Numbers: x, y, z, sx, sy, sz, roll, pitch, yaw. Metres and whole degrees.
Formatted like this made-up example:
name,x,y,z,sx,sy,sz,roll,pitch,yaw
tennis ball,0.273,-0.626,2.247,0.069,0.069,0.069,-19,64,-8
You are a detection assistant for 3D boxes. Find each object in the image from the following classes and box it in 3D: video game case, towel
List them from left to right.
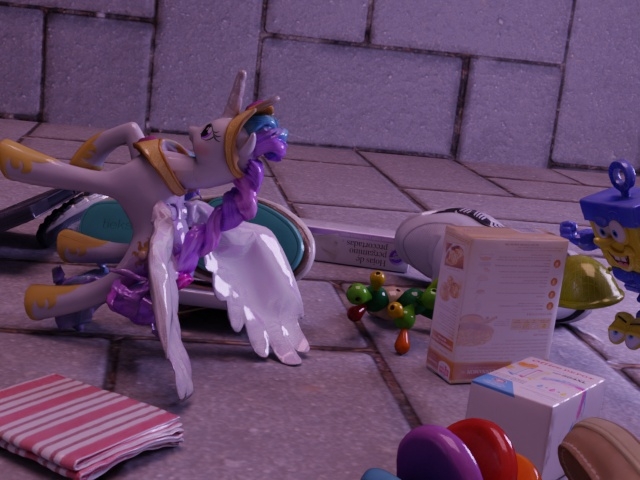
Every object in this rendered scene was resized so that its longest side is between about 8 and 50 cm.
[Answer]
name,x,y,z,sx,sy,sz,roll,pitch,yaw
video game case,-0.493,-0.035,1.603,0.196,0.026,0.274,-21,11,8
towel,-0.247,0.177,0.976,0.197,0.029,0.144,12,13,32
video game case,-0.143,0.075,1.412,0.201,0.023,0.183,8,2,4

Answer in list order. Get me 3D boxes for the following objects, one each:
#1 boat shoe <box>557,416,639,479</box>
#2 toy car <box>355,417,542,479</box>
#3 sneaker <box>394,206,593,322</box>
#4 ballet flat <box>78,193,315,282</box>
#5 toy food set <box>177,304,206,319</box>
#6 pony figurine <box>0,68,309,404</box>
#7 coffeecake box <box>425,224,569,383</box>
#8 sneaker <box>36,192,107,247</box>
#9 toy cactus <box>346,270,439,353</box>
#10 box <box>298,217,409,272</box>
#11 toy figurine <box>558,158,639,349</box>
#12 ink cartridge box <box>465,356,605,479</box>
name,x,y,z,sx,sy,sz,roll,pitch,yaw
boat shoe,0.228,0.235,0.731,0.098,0.109,0.302,-26,27,0
toy car,0.095,0.203,0.770,0.182,0.136,0.159,-4,16,-38
sneaker,0.227,0.037,1.573,0.366,0.137,0.210,21,16,38
ballet flat,-0.165,0.005,1.482,0.400,0.139,0.139,6,11,27
toy food set,-0.216,0.093,1.383,0.122,0.019,0.078,8,11,38
pony figurine,-0.186,0.001,1.204,0.364,0.351,0.303,-9,2,25
coffeecake box,0.220,0.079,1.274,0.142,0.185,0.068,1,14,-23
sneaker,-0.340,-0.042,1.721,0.283,0.122,0.110,-30,10,-32
toy cactus,0.122,0.096,1.413,0.219,0.112,0.180,-2,-4,-26
box,0.000,0.000,1.801,0.324,0.063,0.067,8,14,5
toy figurine,0.397,-0.011,1.256,0.191,0.217,0.362,-27,17,-13
ink cartridge box,0.222,0.181,1.042,0.092,0.089,0.143,16,16,36
